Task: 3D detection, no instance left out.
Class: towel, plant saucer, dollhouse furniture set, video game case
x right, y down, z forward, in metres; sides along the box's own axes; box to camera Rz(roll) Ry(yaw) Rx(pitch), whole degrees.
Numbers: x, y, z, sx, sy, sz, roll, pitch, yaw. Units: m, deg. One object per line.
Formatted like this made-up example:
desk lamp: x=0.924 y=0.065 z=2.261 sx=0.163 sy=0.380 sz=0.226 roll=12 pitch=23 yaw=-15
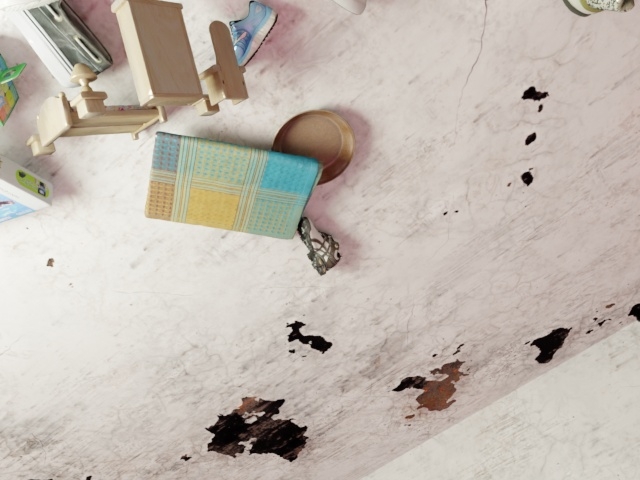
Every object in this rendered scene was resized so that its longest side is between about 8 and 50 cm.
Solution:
towel: x=-0.205 y=-0.119 z=1.216 sx=0.370 sy=0.040 sz=0.271 roll=9 pitch=138 yaw=-18
plant saucer: x=-0.018 y=-0.218 z=1.217 sx=0.198 sy=0.036 sz=0.199 roll=-7 pitch=130 yaw=-8
dollhouse furniture set: x=-0.372 y=-0.302 z=1.016 sx=0.355 sy=0.174 sz=0.303 roll=-11 pitch=-177 yaw=44
video game case: x=-0.728 y=-0.100 z=1.031 sx=0.269 sy=0.061 sz=0.244 roll=-16 pitch=156 yaw=11

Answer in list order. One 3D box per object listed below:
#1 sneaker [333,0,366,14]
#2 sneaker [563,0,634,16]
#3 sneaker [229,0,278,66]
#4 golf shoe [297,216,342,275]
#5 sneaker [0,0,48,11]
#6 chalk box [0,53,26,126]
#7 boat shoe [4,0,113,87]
sneaker: x=0.004 y=-0.530 z=0.922 sx=0.123 sy=0.106 sz=0.290 roll=-41 pitch=125 yaw=22
sneaker: x=0.662 y=-0.598 z=0.983 sx=0.158 sy=0.182 sz=0.410 roll=18 pitch=122 yaw=-26
sneaker: x=-0.154 y=-0.398 z=1.034 sx=0.073 sy=0.063 sz=0.162 roll=36 pitch=111 yaw=-14
golf shoe: x=0.000 y=0.000 z=1.385 sx=0.093 sy=0.077 sz=0.198 roll=-29 pitch=135 yaw=-8
sneaker: x=-0.409 y=-0.467 z=0.804 sx=0.102 sy=0.282 sz=0.161 roll=4 pitch=132 yaw=36
chalk box: x=-0.642 y=-0.283 z=0.946 sx=0.213 sy=0.132 sz=0.132 roll=-8 pitch=129 yaw=-6
boat shoe: x=-0.482 y=-0.425 z=0.896 sx=0.119 sy=0.121 sz=0.335 roll=-27 pitch=141 yaw=-1
